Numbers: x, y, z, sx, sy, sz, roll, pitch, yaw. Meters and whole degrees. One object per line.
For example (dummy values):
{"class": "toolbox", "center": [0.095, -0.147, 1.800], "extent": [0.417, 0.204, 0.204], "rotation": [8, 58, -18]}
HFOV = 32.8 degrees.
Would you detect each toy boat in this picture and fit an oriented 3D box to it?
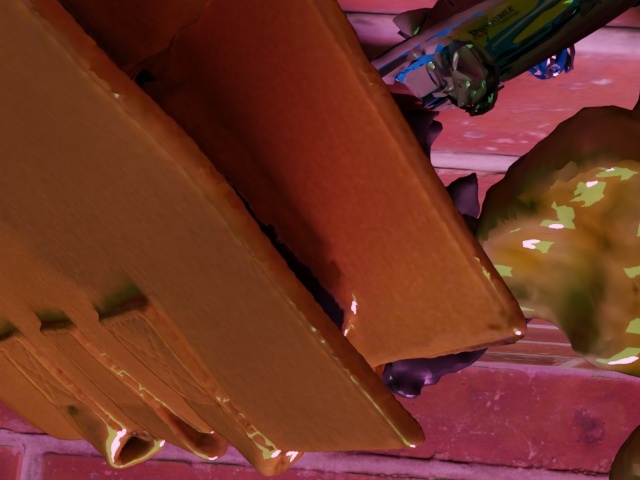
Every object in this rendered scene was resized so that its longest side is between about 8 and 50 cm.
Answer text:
{"class": "toy boat", "center": [0.107, -0.111, 0.458], "extent": [0.084, 0.066, 0.210], "rotation": [-29, 180, -36]}

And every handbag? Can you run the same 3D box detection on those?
{"class": "handbag", "center": [-0.119, -0.020, 0.497], "extent": [0.283, 0.133, 0.401], "rotation": [55, 148, -12]}

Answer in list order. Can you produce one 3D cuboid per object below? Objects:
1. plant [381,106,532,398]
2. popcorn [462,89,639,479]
{"class": "plant", "center": [0.000, 0.000, 0.701], "extent": [0.199, 0.188, 0.276], "rotation": [3, -179, -30]}
{"class": "popcorn", "center": [0.262, -0.003, 0.464], "extent": [0.335, 0.274, 0.279], "rotation": [4, -158, 45]}
